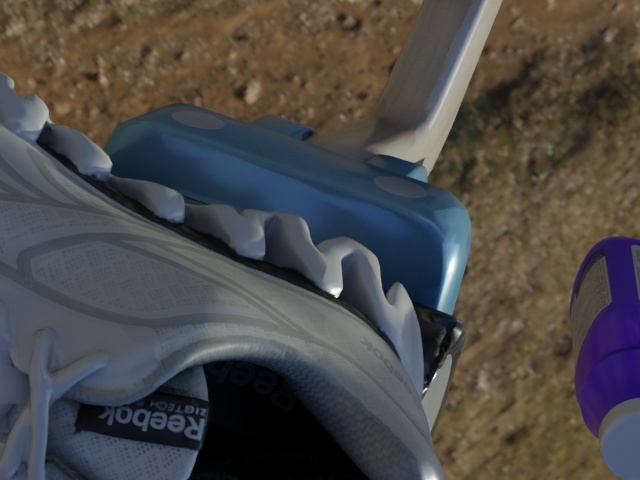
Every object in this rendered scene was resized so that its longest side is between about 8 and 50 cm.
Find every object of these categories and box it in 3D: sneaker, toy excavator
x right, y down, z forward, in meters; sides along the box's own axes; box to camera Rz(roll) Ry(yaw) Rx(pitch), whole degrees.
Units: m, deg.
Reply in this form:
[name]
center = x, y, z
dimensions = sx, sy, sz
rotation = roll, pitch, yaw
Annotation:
[sneaker]
center = -0.090, 0.021, 0.380
dimensions = 0.292, 0.118, 0.110
rotation = 18, 111, -19
[toy excavator]
center = 0.000, 0.000, 0.745
dimensions = 0.445, 0.222, 0.433
rotation = -39, 145, -66

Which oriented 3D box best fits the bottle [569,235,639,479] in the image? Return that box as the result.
[bottle]
center = 0.263, 0.099, 1.136
dimensions = 0.092, 0.283, 0.118
rotation = 12, 115, 3
